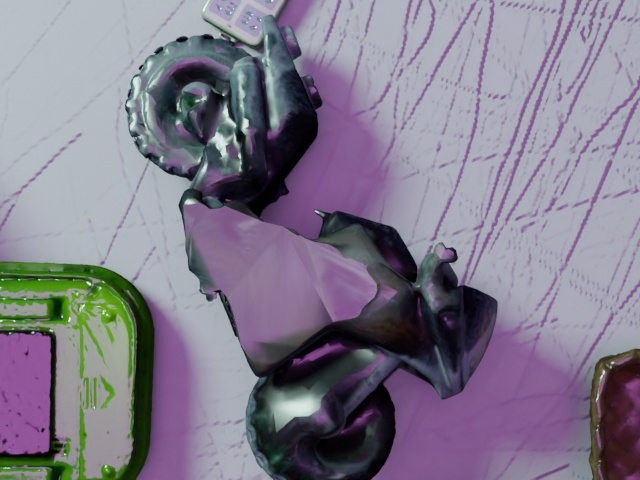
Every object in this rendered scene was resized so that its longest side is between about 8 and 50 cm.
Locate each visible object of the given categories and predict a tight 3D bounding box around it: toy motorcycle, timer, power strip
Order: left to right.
[{"bbox_3d":[-0.160,0.082,1.016,0.128,0.047,0.140,2,88,2],"label":"timer"},{"bbox_3d":[-0.033,-0.155,1.039,0.040,0.016,0.090,31,89,2],"label":"power strip"},{"bbox_3d":[0.000,0.000,0.990,0.159,0.106,0.270,-20,81,-2],"label":"toy motorcycle"}]

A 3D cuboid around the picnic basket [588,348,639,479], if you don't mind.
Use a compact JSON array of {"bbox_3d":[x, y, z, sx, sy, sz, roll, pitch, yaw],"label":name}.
[{"bbox_3d":[0.245,0.108,1.006,0.193,0.055,0.110,-1,87,1],"label":"picnic basket"}]
